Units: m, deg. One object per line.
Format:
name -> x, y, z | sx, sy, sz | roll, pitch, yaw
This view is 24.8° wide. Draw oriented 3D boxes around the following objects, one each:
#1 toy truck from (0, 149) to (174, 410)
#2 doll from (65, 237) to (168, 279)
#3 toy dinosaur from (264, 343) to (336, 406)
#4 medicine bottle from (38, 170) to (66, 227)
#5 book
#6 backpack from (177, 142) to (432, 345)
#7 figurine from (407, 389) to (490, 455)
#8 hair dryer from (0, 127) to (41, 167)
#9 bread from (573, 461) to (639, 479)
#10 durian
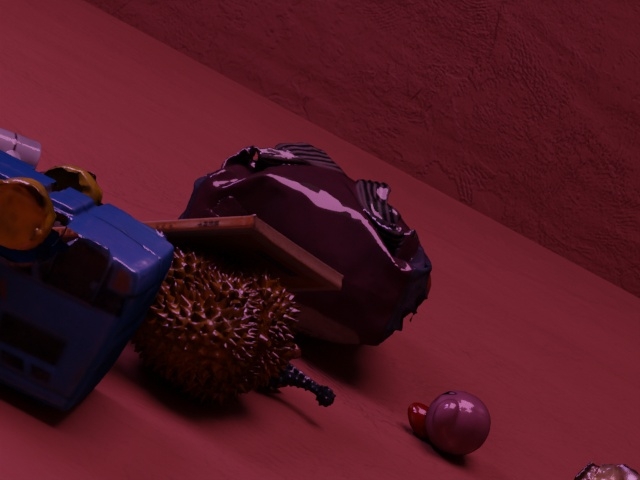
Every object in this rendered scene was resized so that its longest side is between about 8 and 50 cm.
toy truck -> -0.314, -0.020, 1.138 | 0.385, 0.162, 0.161 | 27, 11, 1
doll -> -0.224, 0.039, 1.266 | 0.179, 0.075, 0.120 | 11, 23, 7
toy dinosaur -> -0.050, 0.119, 1.412 | 0.154, 0.049, 0.055 | 26, 8, 19
medicine bottle -> -0.284, -0.028, 1.448 | 0.079, 0.079, 0.140 | 29, 12, 7
book -> -0.122, 0.017, 1.387 | 0.241, 0.018, 0.170 | -2, -21, 30
backpack -> 0.000, 0.000, 1.682 | 0.283, 0.197, 0.317 | 27, 10, 7
figurine -> 0.143, 0.190, 1.506 | 0.083, 0.071, 0.067 | 9, 62, -36
hair dryer -> -0.354, -0.083, 1.637 | 0.082, 0.047, 0.137 | 20, 21, -30
bread -> 0.216, 0.261, 1.117 | 0.140, 0.160, 0.169 | 37, 14, 38
durian -> -0.097, 0.077, 1.308 | 0.168, 0.137, 0.158 | 19, -7, 41
